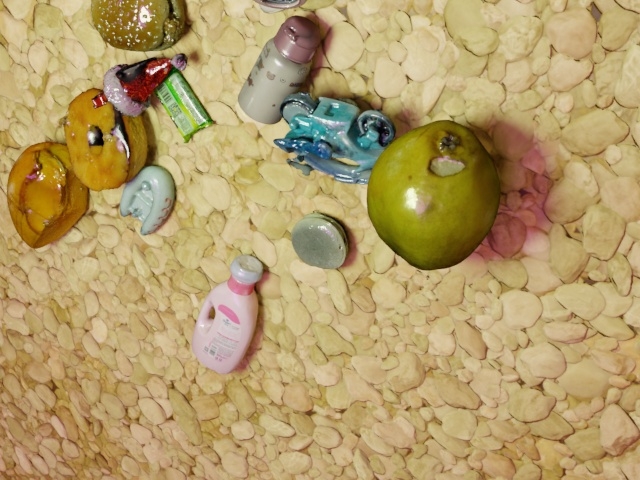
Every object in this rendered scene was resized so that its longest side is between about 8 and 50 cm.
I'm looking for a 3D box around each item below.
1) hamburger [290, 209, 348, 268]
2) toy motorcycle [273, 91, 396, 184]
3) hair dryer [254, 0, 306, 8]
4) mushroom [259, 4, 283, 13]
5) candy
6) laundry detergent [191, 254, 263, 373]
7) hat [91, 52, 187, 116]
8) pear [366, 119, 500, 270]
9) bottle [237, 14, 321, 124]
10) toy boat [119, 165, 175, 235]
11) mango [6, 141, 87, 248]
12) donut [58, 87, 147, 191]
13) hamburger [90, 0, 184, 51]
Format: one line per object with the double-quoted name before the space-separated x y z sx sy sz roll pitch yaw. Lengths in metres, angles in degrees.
"hamburger" 0.000 0.000 1.889 0.140 0.062 0.133 6 119 26
"toy motorcycle" 0.036 -0.210 1.729 0.260 0.154 0.206 16 143 19
"hair dryer" -0.147 -0.553 1.663 0.352 0.125 0.211 -4 80 49
"mushroom" -0.034 -0.511 1.668 0.209 0.071 0.084 -9 140 37
"candy" -0.329 -0.325 1.948 0.102 0.032 0.178 -31 93 34
"laundry detergent" -0.228 0.182 2.094 0.159 0.088 0.335 32 124 15
"hat" -0.398 -0.372 1.884 0.227 0.140 0.129 -22 82 29
"pear" 0.217 -0.085 1.608 0.269 0.269 0.321 24 138 19
"bottle" -0.081 -0.362 1.738 0.110 0.110 0.233 41 125 8
"toy boat" -0.444 -0.101 2.095 0.134 0.079 0.208 46 128 8
"mango" -0.729 -0.111 2.205 0.350 0.201 0.199 -56 43 44
"donut" -0.528 -0.246 2.027 0.253 0.118 0.254 5 99 36
"hamburger" -0.405 -0.511 1.850 0.215 0.122 0.190 13 116 23
